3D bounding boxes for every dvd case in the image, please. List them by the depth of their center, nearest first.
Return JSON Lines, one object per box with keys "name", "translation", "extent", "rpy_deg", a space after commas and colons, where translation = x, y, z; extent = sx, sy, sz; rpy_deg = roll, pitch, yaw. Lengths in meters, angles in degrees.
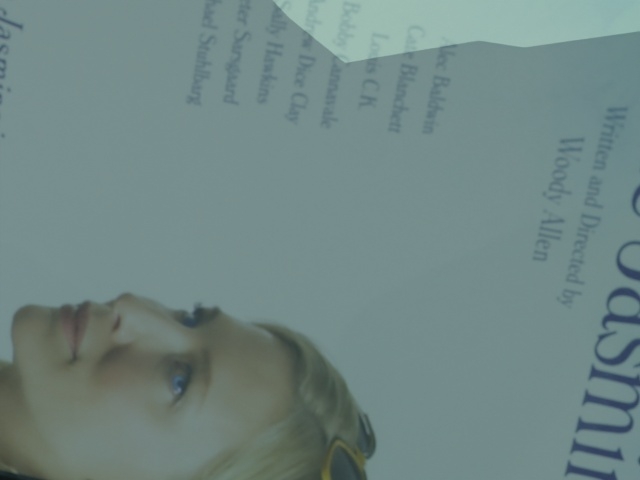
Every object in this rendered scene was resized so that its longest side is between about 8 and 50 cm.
{"name": "dvd case", "translation": [0.000, 0.000, 0.517], "extent": [0.253, 0.022, 0.180], "rpy_deg": [12, 109, 3]}
